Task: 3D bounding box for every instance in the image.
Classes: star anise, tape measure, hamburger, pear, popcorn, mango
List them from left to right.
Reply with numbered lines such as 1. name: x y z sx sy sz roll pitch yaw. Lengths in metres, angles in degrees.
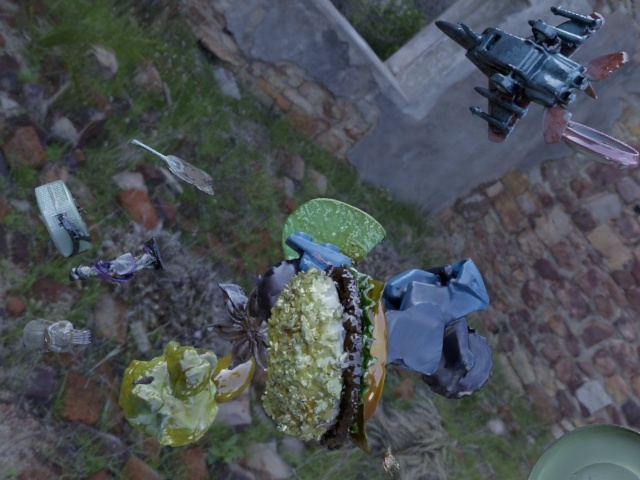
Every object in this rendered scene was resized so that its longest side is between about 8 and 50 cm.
1. tape measure: -0.739 -0.042 1.779 0.207 0.115 0.235 51 -24 33
2. popcorn: -0.396 0.398 1.590 0.276 0.276 0.225 46 -18 -22
3. mango: -0.270 0.399 1.809 0.227 0.136 0.099 -46 140 -58
4. star anise: -0.123 0.161 1.090 0.208 0.171 0.063 60 28 -7
5. hamburger: -0.002 0.138 0.777 0.138 0.243 0.261 7 -3 -11
6. pear: 0.002 -0.004 1.673 0.239 0.288 0.139 40 10 -17

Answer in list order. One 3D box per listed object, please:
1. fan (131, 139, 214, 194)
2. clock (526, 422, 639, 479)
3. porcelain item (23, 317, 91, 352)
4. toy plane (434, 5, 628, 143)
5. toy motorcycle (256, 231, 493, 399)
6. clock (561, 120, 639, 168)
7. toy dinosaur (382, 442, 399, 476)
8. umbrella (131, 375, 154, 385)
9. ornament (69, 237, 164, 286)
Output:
1. fan: -0.354 -0.186 1.462 0.226 0.008 0.152 30 16 -26
2. clock: 0.360 0.351 0.769 0.029 0.235 0.235 34 26 -28
3. porcelain item: -0.629 0.231 1.437 0.054 0.213 0.084 -2 89 -56
4. toy plane: 0.272 -0.275 0.893 0.326 0.223 0.104 46 12 33
5. toy motorcycle: 0.111 0.099 0.999 0.415 0.232 0.172 21 -11 -5
6. clock: 0.723 -0.252 1.597 0.244 0.056 0.244 18 26 -9
7. toy dinosaur: 0.167 0.521 1.427 0.041 0.026 0.113 47 21 0
8. umbrella: -0.422 0.335 1.436 0.083 0.031 0.020 28 56 -69
9. ornament: -0.458 0.060 1.358 0.203 0.081 0.088 -16 88 -38
